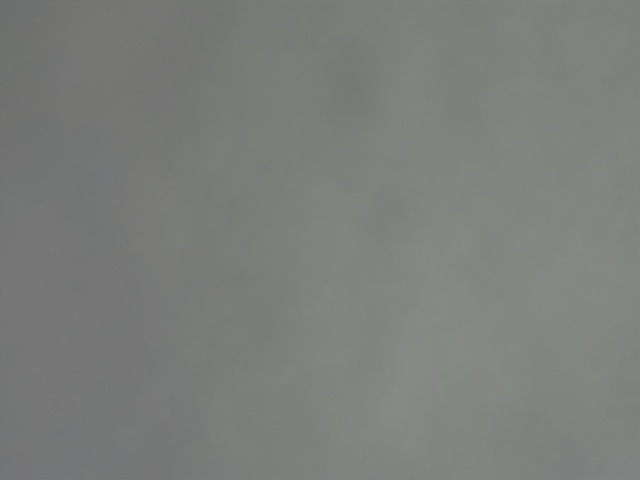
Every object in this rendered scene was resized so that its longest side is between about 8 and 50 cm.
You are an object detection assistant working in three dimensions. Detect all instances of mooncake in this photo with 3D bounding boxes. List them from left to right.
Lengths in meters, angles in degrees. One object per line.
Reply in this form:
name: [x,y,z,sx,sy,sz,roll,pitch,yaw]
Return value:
mooncake: [0.000,0.000,0.486,0.356,0.356,0.194,-45,-157,-11]
